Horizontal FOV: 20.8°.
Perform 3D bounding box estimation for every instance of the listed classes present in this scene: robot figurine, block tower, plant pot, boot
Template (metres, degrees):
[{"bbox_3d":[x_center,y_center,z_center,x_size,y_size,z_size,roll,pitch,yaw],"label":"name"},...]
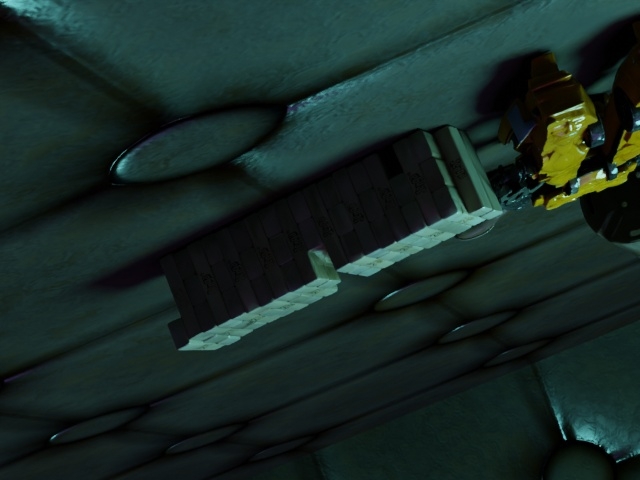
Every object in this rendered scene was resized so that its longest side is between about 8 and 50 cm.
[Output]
[{"bbox_3d":[0.256,-0.110,1.657,0.211,0.085,0.291,-19,166,-5],"label":"robot figurine"},{"bbox_3d":[0.000,0.000,1.694,0.335,0.097,0.091,-27,165,19],"label":"block tower"},{"bbox_3d":[0.386,-0.047,1.975,0.167,0.167,0.165,-28,158,28],"label":"plant pot"},{"bbox_3d":[0.184,-0.041,1.925,0.106,0.037,0.114,-36,168,6],"label":"boot"}]
